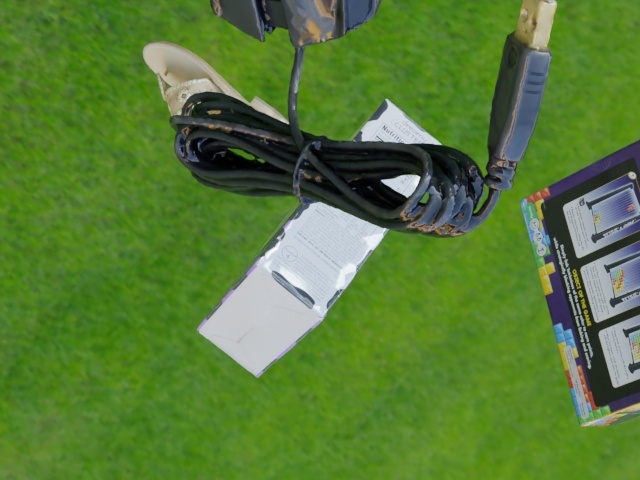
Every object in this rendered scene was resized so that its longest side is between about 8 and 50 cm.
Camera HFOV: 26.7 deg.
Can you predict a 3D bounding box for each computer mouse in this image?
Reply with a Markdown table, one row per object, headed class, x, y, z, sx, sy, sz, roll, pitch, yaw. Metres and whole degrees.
| class | x | y | z | sx | sy | sz | roll | pitch | yaw |
| --- | --- | --- | --- | --- | --- | --- | --- | --- | --- |
| computer mouse | 0.012 | -0.126 | 0.532 | 0.060 | 0.184 | 0.262 | -11 | 117 | -52 |

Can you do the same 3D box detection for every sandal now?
| class | x | y | z | sx | sy | sz | roll | pitch | yaw |
| --- | --- | --- | --- | --- | --- | --- | --- | --- | --- |
| sandal | -0.155 | -0.173 | 1.746 | 0.079 | 0.240 | 0.088 | -51 | 165 | -29 |

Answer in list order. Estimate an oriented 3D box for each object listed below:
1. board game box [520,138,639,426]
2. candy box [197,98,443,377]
| class | x | y | z | sx | sy | sz | roll | pitch | yaw |
| --- | --- | --- | --- | --- | --- | --- | --- | --- | --- |
| board game box | 0.220 | 0.025 | 0.909 | 0.048 | 0.170 | 0.141 | 8 | 154 | -45 |
| candy box | 0.000 | 0.000 | 1.109 | 0.196 | 0.070 | 0.165 | -53 | -177 | -31 |
